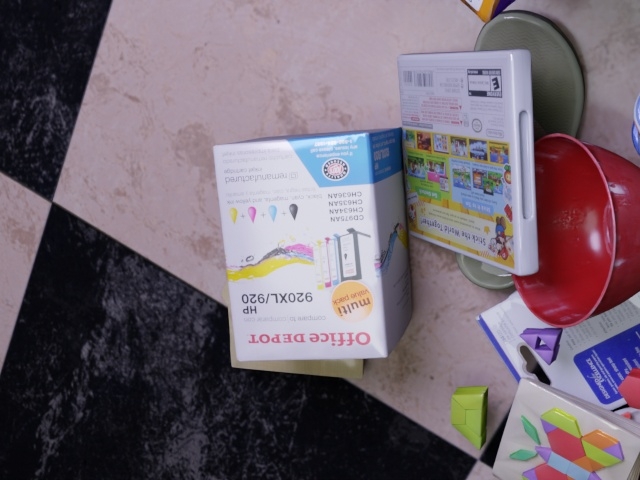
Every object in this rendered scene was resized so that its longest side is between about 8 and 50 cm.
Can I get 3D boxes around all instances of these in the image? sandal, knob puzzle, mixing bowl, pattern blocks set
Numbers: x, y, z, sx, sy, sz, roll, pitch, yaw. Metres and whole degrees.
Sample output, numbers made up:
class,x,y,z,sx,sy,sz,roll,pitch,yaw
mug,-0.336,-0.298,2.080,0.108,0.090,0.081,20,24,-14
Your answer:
class,x,y,z,sx,sy,sz,roll,pitch,yaw
sandal,0.203,-0.085,0.897,0.120,0.086,0.302,9,107,20
knob puzzle,-0.028,0.068,1.063,0.213,0.030,0.213,2,99,15
mixing bowl,0.261,-0.011,0.809,0.098,0.181,0.181,-3,107,-17
pattern blocks set,0.266,0.233,0.916,0.286,0.026,0.324,13,127,36

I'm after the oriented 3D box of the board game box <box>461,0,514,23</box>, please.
class,x,y,z,sx,sy,sz,roll,pitch,yaw
board game box,0.144,-0.449,0.556,0.356,0.356,0.356,-41,78,-15

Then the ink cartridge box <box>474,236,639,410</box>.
class,x,y,z,sx,sy,sz,roll,pitch,yaw
ink cartridge box,0.345,0.062,0.892,0.333,0.065,0.165,-32,90,25

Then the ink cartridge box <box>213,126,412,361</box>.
class,x,y,z,sx,sy,sz,roll,pitch,yaw
ink cartridge box,0.000,0.000,0.941,0.171,0.168,0.232,-3,99,16

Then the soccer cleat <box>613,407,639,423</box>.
class,x,y,z,sx,sy,sz,roll,pitch,yaw
soccer cleat,0.397,0.202,0.914,0.196,0.076,0.068,0,75,5

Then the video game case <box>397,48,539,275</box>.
class,x,y,z,sx,sy,sz,roll,pitch,yaw
video game case,0.144,-0.087,0.870,0.026,0.227,0.206,-10,104,-20

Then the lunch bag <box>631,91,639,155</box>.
class,x,y,z,sx,sy,sz,roll,pitch,yaw
lunch bag,0.430,-0.098,0.737,0.303,0.115,0.243,39,98,18
